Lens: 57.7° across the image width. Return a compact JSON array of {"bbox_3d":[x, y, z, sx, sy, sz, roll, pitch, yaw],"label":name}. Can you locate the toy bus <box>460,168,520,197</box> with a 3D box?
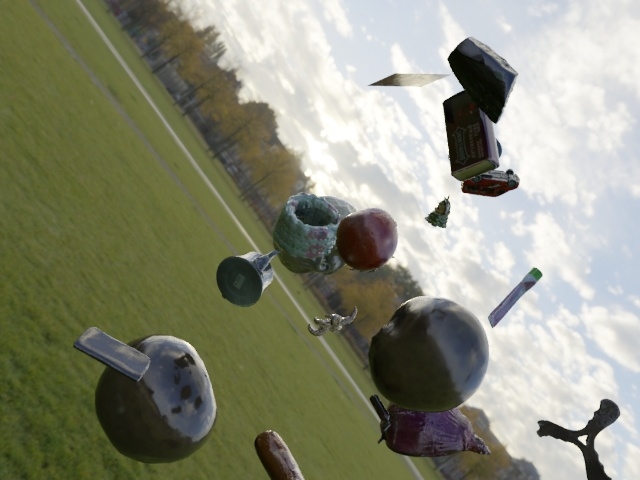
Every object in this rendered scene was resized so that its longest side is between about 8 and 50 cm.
[{"bbox_3d":[0.592,-0.203,2.029,0.081,0.195,0.089,-79,175,-53],"label":"toy bus"}]

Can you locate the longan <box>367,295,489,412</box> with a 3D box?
[{"bbox_3d":[0.283,0.300,1.529,0.319,0.318,0.319,54,-3,4],"label":"longan"}]

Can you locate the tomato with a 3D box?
[{"bbox_3d":[0.114,-0.006,1.430,0.167,0.167,0.167,54,-3,4],"label":"tomato"}]

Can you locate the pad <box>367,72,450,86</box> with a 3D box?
[{"bbox_3d":[0.238,-0.432,1.567,0.127,0.190,0.004,-3,-86,61],"label":"pad"}]

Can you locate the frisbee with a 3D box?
[{"bbox_3d":[0.614,0.466,1.390,0.187,0.211,0.012,15,-11,16],"label":"frisbee"}]

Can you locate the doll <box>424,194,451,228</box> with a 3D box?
[{"bbox_3d":[0.406,-0.089,1.904,0.076,0.113,0.078,39,20,-5],"label":"doll"}]

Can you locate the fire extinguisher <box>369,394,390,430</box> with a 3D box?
[{"bbox_3d":[0.148,0.411,1.415,0.100,0.032,0.046,-124,-143,-53],"label":"fire extinguisher"}]

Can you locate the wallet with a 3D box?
[{"bbox_3d":[-0.441,0.241,1.238,0.156,0.018,0.082,30,21,-5],"label":"wallet"}]

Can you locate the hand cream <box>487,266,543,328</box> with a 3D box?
[{"bbox_3d":[0.714,0.210,2.142,0.079,0.275,0.050,50,-11,-17],"label":"hand cream"}]

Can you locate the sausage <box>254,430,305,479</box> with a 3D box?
[{"bbox_3d":[-0.086,0.577,1.420,0.103,0.076,0.302,62,-11,-23],"label":"sausage"}]

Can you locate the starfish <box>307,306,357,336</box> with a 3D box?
[{"bbox_3d":[0.058,0.346,2.455,0.238,0.215,0.071,51,17,-72],"label":"starfish"}]

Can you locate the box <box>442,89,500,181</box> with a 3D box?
[{"bbox_3d":[0.380,-0.272,1.479,0.069,0.120,0.224,24,57,-45],"label":"box"}]

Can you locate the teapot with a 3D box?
[{"bbox_3d":[-0.224,0.108,1.811,0.162,0.239,0.149,49,31,2],"label":"teapot"}]

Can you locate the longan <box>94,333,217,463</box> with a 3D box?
[{"bbox_3d":[-0.501,0.491,1.812,0.404,0.336,0.405,27,50,-37],"label":"longan"}]

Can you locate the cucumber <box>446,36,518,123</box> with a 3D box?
[{"bbox_3d":[0.377,-0.375,1.310,0.193,0.115,0.086,52,3,15],"label":"cucumber"}]

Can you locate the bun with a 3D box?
[{"bbox_3d":[0.000,0.000,2.179,0.360,0.359,0.211,58,8,-48],"label":"bun"}]

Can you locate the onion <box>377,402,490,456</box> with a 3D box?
[{"bbox_3d":[0.365,0.564,1.838,0.267,0.348,0.159,-49,142,-71],"label":"onion"}]

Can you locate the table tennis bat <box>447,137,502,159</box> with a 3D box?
[{"bbox_3d":[0.514,-0.300,1.940,0.033,0.201,0.124,105,-37,-60],"label":"table tennis bat"}]

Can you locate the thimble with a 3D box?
[{"bbox_3d":[-0.039,-0.043,1.896,0.210,0.185,0.149,29,-48,0],"label":"thimble"}]
